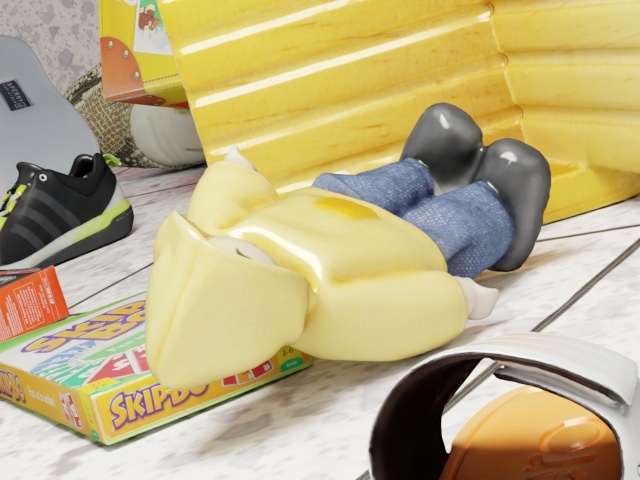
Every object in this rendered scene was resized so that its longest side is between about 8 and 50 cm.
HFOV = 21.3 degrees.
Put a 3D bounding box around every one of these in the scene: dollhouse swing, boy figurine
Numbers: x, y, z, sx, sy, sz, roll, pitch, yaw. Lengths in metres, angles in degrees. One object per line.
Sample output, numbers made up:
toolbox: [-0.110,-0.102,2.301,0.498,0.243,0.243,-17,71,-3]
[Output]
dollhouse swing: [0.050,-0.153,1.022,0.315,0.347,0.305,-16,11,2]
boy figurine: [0.000,0.000,0.890,0.177,0.092,0.285,33,30,28]

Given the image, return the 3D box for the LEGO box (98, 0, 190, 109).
LEGO box: [0.095,-0.240,1.557,0.372,0.193,0.500,1,-6,-45]

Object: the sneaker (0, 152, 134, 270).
sneaker: [-0.272,-0.020,1.535,0.084,0.097,0.234,-7,14,44]

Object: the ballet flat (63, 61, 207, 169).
ballet flat: [-0.065,-0.174,1.942,0.482,0.164,0.182,-16,30,-4]

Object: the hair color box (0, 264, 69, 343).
hair color box: [-0.261,0.062,1.234,0.072,0.043,0.141,-6,15,43]

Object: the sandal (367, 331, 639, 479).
sandal: [0.061,0.074,0.551,0.102,0.076,0.265,-13,11,21]

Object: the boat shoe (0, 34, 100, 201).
boat shoe: [-0.317,-0.068,1.794,0.135,0.156,0.367,-15,38,-19]

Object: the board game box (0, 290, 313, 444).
board game box: [-0.114,0.068,0.999,0.124,0.039,0.259,-20,8,-24]
